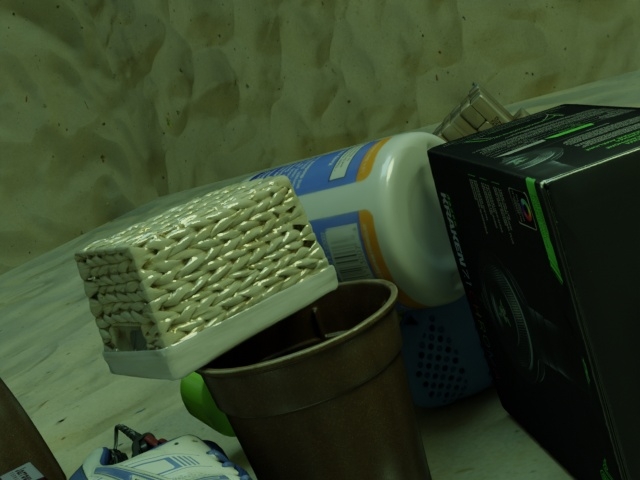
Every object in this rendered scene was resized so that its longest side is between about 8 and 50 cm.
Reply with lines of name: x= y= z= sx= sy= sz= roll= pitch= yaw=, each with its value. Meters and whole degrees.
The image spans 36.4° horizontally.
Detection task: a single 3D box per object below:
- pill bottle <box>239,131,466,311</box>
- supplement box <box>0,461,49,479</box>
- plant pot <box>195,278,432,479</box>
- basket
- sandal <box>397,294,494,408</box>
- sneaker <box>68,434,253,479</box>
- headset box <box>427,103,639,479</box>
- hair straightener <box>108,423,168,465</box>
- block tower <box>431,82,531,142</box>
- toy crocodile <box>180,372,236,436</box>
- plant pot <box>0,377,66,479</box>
pill bottle: x=0.000 y=0.000 z=0.903 sx=0.272 sy=0.152 sz=0.152 roll=-11 pitch=13 yaw=41
supplement box: x=-0.335 y=0.286 z=0.831 sx=0.239 sy=0.073 sz=0.130 roll=-24 pitch=12 yaw=-27
plant pot: x=0.005 y=0.136 z=0.753 sx=0.167 sy=0.165 sz=0.167 roll=-19 pitch=12 yaw=4
basket: x=-0.090 y=0.024 z=0.752 sx=0.167 sy=0.103 sz=0.113 roll=-28 pitch=13 yaw=-35
sandal: x=0.204 y=0.055 z=0.904 sx=0.317 sy=0.126 sz=0.138 roll=-31 pitch=22 yaw=-13
sneaker: x=-0.076 y=0.186 z=0.667 sx=0.296 sy=0.112 sz=0.131 roll=-6 pitch=39 yaw=25
headset box: x=0.202 y=0.040 z=0.692 sx=0.131 sy=0.246 sz=0.283 roll=-19 pitch=12 yaw=-5
hair straightener: x=-0.192 y=0.221 z=0.970 sx=0.089 sy=0.047 sz=0.230 roll=-23 pitch=12 yaw=-20
block tower: x=0.129 y=-0.055 z=1.252 sx=0.335 sy=0.097 sz=0.091 roll=-45 pitch=6 yaw=19
toy crocodile: x=0.024 y=0.106 z=0.981 sx=0.340 sy=0.105 sz=0.115 roll=-22 pitch=22 yaw=-17
plant pot: x=-0.407 y=0.191 z=1.000 sx=0.215 sy=0.230 sz=0.215 roll=-18 pitch=12 yaw=4
